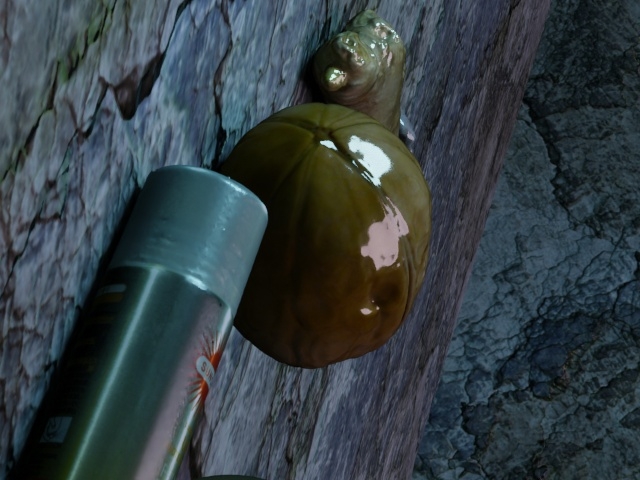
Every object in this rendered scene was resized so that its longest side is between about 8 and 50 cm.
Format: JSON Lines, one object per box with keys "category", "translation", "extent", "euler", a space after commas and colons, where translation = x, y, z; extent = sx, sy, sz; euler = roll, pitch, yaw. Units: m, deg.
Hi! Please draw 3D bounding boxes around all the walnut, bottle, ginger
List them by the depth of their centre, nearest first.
{"category": "bottle", "translation": [-0.109, 0.092, 0.898], "extent": [0.082, 0.082, 0.286], "euler": [84, 22, -62]}
{"category": "walnut", "translation": [0.000, 0.000, 1.144], "extent": [0.167, 0.167, 0.207], "euler": [-65, 164, -44]}
{"category": "ginger", "translation": [0.035, -0.134, 1.394], "extent": [0.213, 0.074, 0.137], "euler": [77, 28, -55]}

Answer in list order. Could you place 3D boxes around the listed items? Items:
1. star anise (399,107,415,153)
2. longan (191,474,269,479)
{"category": "star anise", "translation": [0.063, -0.051, 1.666], "extent": [0.172, 0.063, 0.208], "euler": [-60, 161, -60]}
{"category": "longan", "translation": [-0.066, 0.251, 1.067], "extent": [0.212, 0.198, 0.198], "euler": [67, 36, -48]}
